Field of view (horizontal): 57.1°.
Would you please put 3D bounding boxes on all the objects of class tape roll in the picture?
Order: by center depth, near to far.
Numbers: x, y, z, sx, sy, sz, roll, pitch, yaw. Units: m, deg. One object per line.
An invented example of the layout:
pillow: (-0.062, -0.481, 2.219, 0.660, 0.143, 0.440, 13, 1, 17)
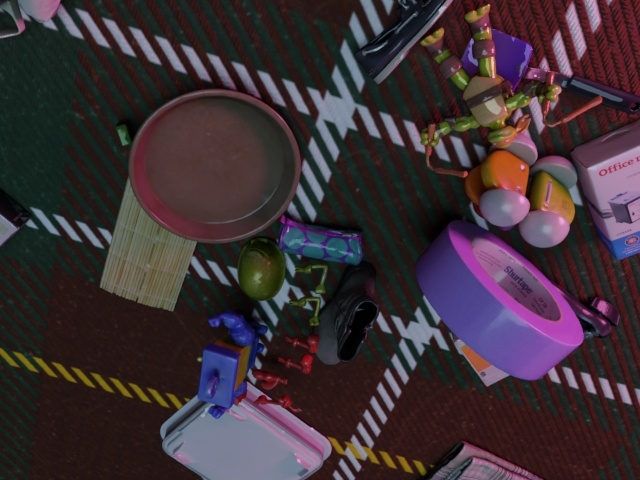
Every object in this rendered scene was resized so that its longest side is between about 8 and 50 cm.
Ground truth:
tape roll: (0.289, 0.090, 0.961, 0.274, 0.275, 0.090, 30, 116, -13)

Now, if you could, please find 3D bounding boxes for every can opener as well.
can opener: (0.474, 0.126, 1.105, 0.186, 0.073, 0.059, 29, 155, -9)

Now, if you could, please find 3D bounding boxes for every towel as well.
towel: (0.368, 0.636, 1.388, 0.324, 0.056, 0.312, 29, 117, -11)

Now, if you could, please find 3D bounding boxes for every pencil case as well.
pencil case: (0.000, 0.000, 1.047, 0.151, 0.064, 0.070, 10, 135, -3)

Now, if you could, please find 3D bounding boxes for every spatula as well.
spatula: (0.364, -0.248, 0.907, 0.296, 0.030, 0.084, 15, 124, -5)

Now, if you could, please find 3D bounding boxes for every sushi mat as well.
sushi mat: (-0.304, -0.009, 1.085, 0.151, 0.019, 0.317, 20, 119, -9)

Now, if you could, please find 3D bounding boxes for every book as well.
book: (0.338, 0.218, 1.170, 0.096, 0.035, 0.144, -31, 114, 15)

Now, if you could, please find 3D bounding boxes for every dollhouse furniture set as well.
dollhouse furniture set: (-0.258, -0.193, 0.978, 0.151, 0.058, 0.076, -19, 110, -8)

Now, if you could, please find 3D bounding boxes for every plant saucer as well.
plant saucer: (-0.172, -0.120, 0.972, 0.277, 0.041, 0.278, -6, 124, -9)

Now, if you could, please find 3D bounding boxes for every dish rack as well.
dish rack: (-0.173, 0.473, 1.320, 0.333, 0.072, 0.285, 41, 114, -17)

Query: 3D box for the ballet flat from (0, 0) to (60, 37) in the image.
ballet flat: (-0.448, -0.361, 0.863, 0.280, 0.095, 0.096, -13, 128, 22)

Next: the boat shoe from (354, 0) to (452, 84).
boat shoe: (0.130, -0.324, 0.855, 0.065, 0.075, 0.206, 41, 118, -6)

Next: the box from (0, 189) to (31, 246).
box: (-0.723, -0.077, 1.051, 0.232, 0.058, 0.322, -36, 113, 20)

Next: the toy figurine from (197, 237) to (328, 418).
toy figurine: (-0.128, 0.203, 1.054, 0.191, 0.217, 0.363, 20, 114, 15)

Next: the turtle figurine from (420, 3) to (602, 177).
turtle figurine: (0.253, -0.228, 0.872, 0.269, 0.087, 0.217, -18, 102, 37)

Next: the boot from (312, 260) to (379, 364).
boot: (0.039, 0.169, 1.084, 0.083, 0.161, 0.247, 17, 119, -6)

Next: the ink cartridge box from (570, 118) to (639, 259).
ink cartridge box: (0.515, -0.083, 0.963, 0.139, 0.082, 0.191, -24, 117, 16)

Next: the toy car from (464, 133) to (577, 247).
toy car: (0.319, -0.070, 0.961, 0.182, 0.159, 0.136, 26, 152, -11)
